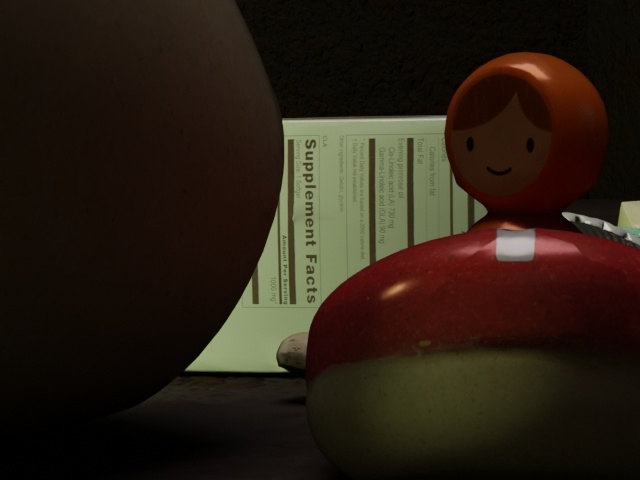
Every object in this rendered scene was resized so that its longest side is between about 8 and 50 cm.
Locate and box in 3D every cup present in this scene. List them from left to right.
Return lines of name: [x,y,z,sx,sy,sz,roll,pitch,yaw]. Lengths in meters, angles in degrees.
cup: [-0.155,-0.046,0.760,0.237,0.331,0.331,28,-15,-35]

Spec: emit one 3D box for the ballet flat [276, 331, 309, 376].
ballet flat: [0.064,0.048,0.908,0.173,0.049,0.057,-1,2,-10]

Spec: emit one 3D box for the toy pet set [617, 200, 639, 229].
toy pet set: [0.245,0.027,1.436,0.122,0.065,0.114,-4,38,-7]

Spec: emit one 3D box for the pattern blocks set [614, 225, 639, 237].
pattern blocks set: [0.349,0.022,1.237,0.285,0.026,0.325,6,2,-35]

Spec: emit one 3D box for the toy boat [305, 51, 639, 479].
toy boat: [0.074,0.008,0.690,0.151,0.151,0.231,-1,3,7]

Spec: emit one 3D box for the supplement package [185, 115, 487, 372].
supplement package: [0.000,0.000,1.039,0.244,0.134,0.139,0,3,13]

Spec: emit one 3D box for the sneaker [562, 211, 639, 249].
sneaker: [0.107,0.025,1.163,0.234,0.078,0.106,13,27,-5]
